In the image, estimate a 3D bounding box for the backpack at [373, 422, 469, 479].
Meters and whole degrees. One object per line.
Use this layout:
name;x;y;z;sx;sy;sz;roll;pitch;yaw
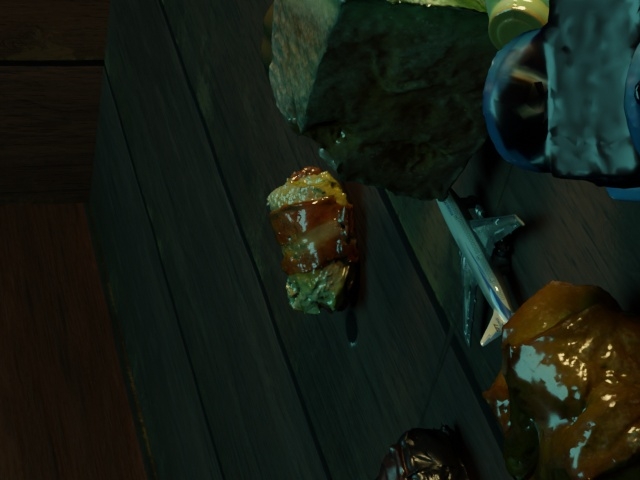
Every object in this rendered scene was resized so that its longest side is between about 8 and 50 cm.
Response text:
backpack;0.126;0.307;1.650;0.165;0.106;0.120;-110;30;-48

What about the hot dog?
hot dog;0.000;0.000;1.994;0.146;0.103;0.213;0;102;50

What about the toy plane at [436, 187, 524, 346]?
toy plane;0.175;0.021;1.540;0.226;0.058;0.226;105;158;-50

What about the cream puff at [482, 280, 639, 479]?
cream puff;0.240;0.165;1.245;0.241;0.155;0.268;122;134;-67

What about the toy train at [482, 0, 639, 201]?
toy train;0.254;-0.175;0.968;0.188;0.265;0.300;5;98;55

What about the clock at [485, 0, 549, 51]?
clock;0.221;-0.223;1.147;0.096;0.235;0.308;8;109;32

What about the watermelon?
watermelon;0.075;-0.195;1.457;0.302;0.264;0.151;124;148;-49

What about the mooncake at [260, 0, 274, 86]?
mooncake;0.047;-0.225;1.638;0.124;0.228;0.228;49;139;48
